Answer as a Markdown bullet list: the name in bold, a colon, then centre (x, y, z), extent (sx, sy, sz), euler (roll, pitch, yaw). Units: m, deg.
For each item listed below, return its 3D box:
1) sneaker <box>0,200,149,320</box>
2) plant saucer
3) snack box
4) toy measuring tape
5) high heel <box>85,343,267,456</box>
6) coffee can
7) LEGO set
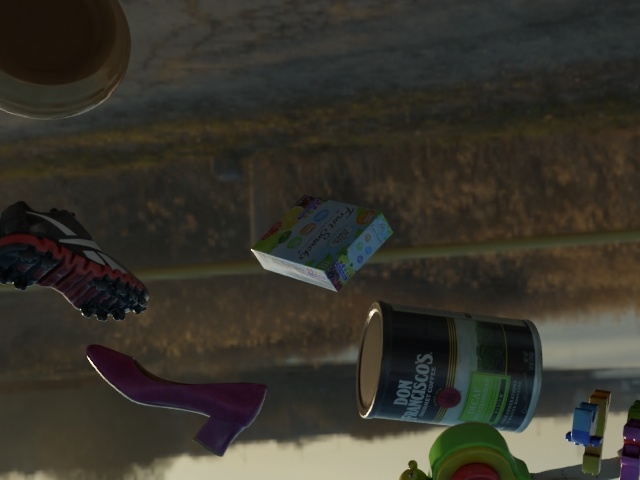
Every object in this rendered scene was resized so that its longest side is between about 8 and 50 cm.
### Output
- **sneaker**: centre (-0.358, 0.026, 1.556), extent (0.097, 0.135, 0.276), euler (-34, 140, 24)
- **plant saucer**: centre (-0.296, -0.225, 1.135), extent (0.200, 0.200, 0.037), euler (2, 160, -23)
- **snack box**: centre (0.000, 0.000, 1.231), extent (0.141, 0.100, 0.037), euler (16, 146, 50)
- **toy measuring tape**: centre (0.268, 0.296, 1.471), extent (0.330, 0.121, 0.121), euler (-10, 171, 3)
- **high heel**: centre (-0.197, 0.185, 1.470), extent (0.244, 0.117, 0.082), euler (34, 180, 3)
- **coffee can**: centre (0.216, 0.218, 1.852), extent (0.275, 0.201, 0.201), euler (7, 171, -9)
- **LEGO set**: centre (0.331, 0.229, 1.222), extent (0.087, 0.093, 0.227), euler (8, -175, 24)
